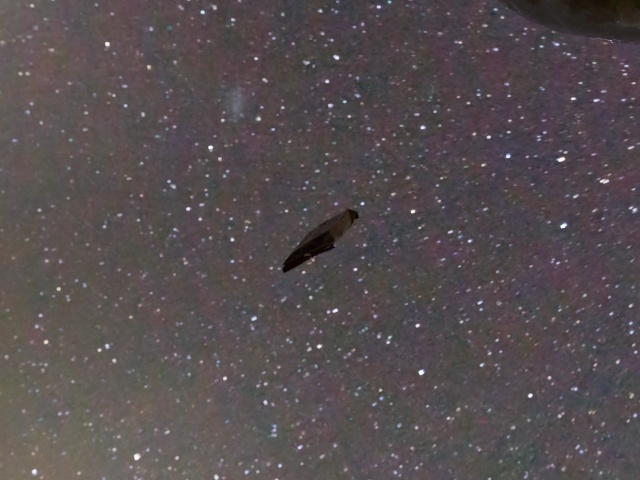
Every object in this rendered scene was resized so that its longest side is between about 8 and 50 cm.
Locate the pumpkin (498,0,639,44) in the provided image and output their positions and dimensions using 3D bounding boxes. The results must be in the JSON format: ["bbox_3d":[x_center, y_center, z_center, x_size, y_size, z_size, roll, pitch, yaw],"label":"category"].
[{"bbox_3d":[0.347,-0.372,0.553,0.454,0.454,0.344,29,-18,35],"label":"pumpkin"}]

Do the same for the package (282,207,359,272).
[{"bbox_3d":[0.001,-0.001,0.939,0.108,0.120,0.031,-28,-77,35],"label":"package"}]
